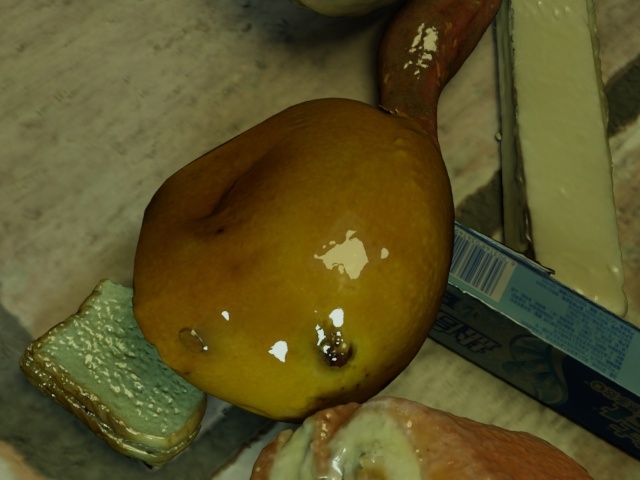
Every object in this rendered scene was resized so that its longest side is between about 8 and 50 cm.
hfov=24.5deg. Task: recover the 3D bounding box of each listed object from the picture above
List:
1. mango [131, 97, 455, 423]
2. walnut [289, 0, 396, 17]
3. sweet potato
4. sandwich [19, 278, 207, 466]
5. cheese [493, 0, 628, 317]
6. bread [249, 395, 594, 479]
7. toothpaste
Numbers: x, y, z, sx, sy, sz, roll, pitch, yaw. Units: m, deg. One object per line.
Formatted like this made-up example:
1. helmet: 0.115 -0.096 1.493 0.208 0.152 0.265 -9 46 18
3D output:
1. mango: 0.000 0.000 0.857 0.136 0.166 0.236 56 19 -33
2. walnut: 0.027 -0.266 1.007 0.198 0.198 0.245 39 61 7
3. sweet potato: 0.083 -0.137 1.023 0.078 0.058 0.255 11 54 19
4. sandwich: -0.105 0.074 0.836 0.105 0.035 0.093 42 53 8
5. cheese: 0.165 -0.119 1.064 0.085 0.034 0.400 12 56 -18
6. bread: 0.058 0.180 0.743 0.123 0.190 0.244 24 23 -46
7. toothpaste: 0.178 0.084 0.916 0.272 0.066 0.053 30 53 0
